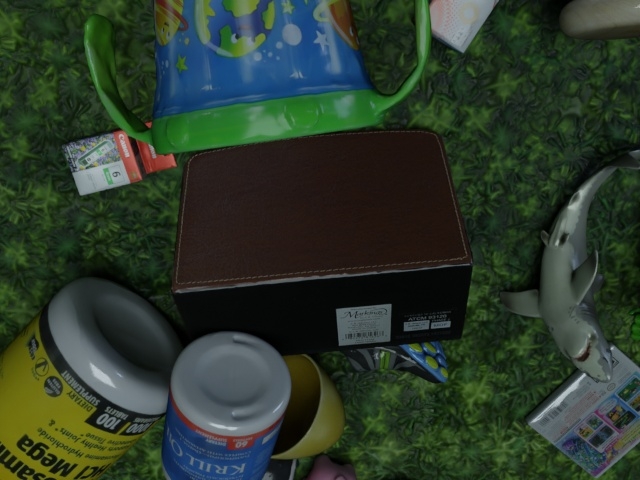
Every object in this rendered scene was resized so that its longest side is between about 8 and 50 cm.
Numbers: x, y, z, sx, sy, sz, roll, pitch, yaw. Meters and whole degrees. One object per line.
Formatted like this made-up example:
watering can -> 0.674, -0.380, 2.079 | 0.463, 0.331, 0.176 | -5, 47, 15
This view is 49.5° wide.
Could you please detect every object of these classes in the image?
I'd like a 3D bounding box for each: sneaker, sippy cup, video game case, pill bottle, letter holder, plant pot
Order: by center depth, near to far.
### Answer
sippy cup -> -0.066, -0.210, 0.681 | 0.305, 0.240, 0.224 | -12, 100, -23
pill bottle -> -0.110, 0.213, 0.762 | 0.124, 0.124, 0.222 | 11, 131, -5
letter holder -> 0.000, 0.000, 0.799 | 0.301, 0.215, 0.152 | -6, 141, 1
pill bottle -> -0.329, 0.217, 0.829 | 0.188, 0.188, 0.334 | 42, 103, -15
plant pot -> -0.023, 0.220, 0.883 | 0.134, 0.134, 0.095 | -42, 132, 12
sneaker -> 0.078, 0.134, 0.886 | 0.188, 0.067, 0.078 | 23, 128, -11
video game case -> 0.384, 0.234, 0.946 | 0.143, 0.019, 0.157 | 39, 103, -14

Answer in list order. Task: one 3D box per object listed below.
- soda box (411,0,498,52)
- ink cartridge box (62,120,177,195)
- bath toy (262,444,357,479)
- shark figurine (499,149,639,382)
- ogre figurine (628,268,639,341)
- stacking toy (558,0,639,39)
soda box -> 0.173, -0.293, 0.733 | 0.062, 0.058, 0.183 | 30, 106, -11
ink cartridge box -> -0.232, -0.097, 0.805 | 0.115, 0.029, 0.063 | -13, 109, 3
bath toy -> -0.014, 0.364, 0.923 | 0.348, 0.129, 0.152 | 21, 107, -9
shark figurine -> 0.326, 0.016, 0.844 | 0.116, 0.166, 0.279 | 11, 92, -32
ogre figurine -> 0.425, 0.036, 0.822 | 0.096, 0.197, 0.118 | -6, 155, 35
stacking toy -> 0.301, -0.369, 0.661 | 0.141, 0.141, 0.331 | -3, 99, -1
